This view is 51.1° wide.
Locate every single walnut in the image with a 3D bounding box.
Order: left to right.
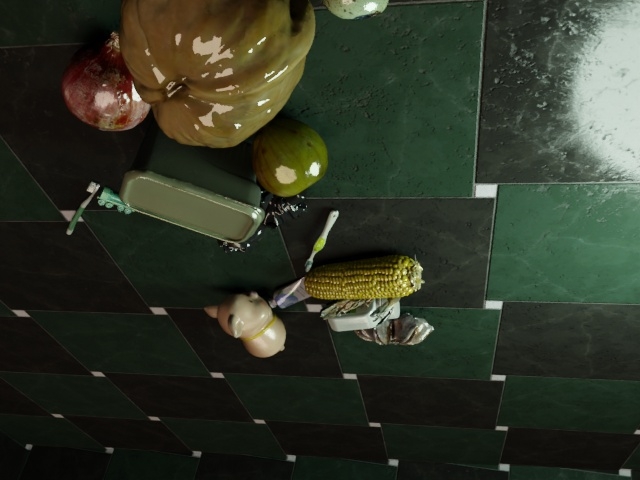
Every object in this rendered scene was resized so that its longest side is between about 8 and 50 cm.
[{"bbox_3d":[-0.147,-0.294,0.973,0.285,0.285,0.296,-5,137,19],"label":"walnut"}]

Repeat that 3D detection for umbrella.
[{"bbox_3d":[-0.132,-0.055,1.477,0.122,0.110,0.272,38,138,-25],"label":"umbrella"}]

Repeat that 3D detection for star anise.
[{"bbox_3d":[0.190,0.241,1.848,0.236,0.093,0.229,4,175,22],"label":"star anise"}]

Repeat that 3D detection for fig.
[{"bbox_3d":[-0.080,-0.174,1.282,0.186,0.148,0.142,53,155,1],"label":"fig"}]

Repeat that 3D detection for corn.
[{"bbox_3d":[0.101,0.095,1.665,0.305,0.106,0.106,-6,145,25],"label":"corn"}]

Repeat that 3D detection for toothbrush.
[{"bbox_3d":[-0.578,-0.075,1.618,0.024,0.018,0.257,25,143,-20],"label":"toothbrush"},{"bbox_3d":[0.000,0.000,1.615,0.022,0.026,0.263,13,143,-9],"label":"toothbrush"}]

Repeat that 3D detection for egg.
[{"bbox_3d":[0.050,-0.367,0.988,0.110,0.085,0.085,16,147,-30],"label":"egg"}]

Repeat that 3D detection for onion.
[{"bbox_3d":[-0.355,-0.280,1.141,0.159,0.160,0.195,19,146,-17],"label":"onion"}]

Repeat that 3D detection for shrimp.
[{"bbox_3d":[0.106,0.168,1.696,0.219,0.152,0.046,-24,122,1],"label":"shrimp"}]

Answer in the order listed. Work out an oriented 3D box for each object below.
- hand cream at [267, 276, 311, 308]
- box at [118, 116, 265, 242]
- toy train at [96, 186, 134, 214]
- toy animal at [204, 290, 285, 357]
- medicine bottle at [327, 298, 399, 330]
[{"bbox_3d":[-0.079,0.148,1.836,0.142,0.053,0.084,-23,136,23],"label":"hand cream"},{"bbox_3d":[-0.238,-0.126,1.326,0.274,0.178,0.138,19,146,-18],"label":"box"},{"bbox_3d":[-0.474,-0.093,1.564,0.092,0.029,0.045,20,129,-26],"label":"toy train"},{"bbox_3d":[-0.187,0.236,1.885,0.165,0.149,0.248,9,156,48],"label":"toy animal"},{"bbox_3d":[0.114,0.182,1.774,0.183,0.119,0.069,-7,120,22],"label":"medicine bottle"}]
